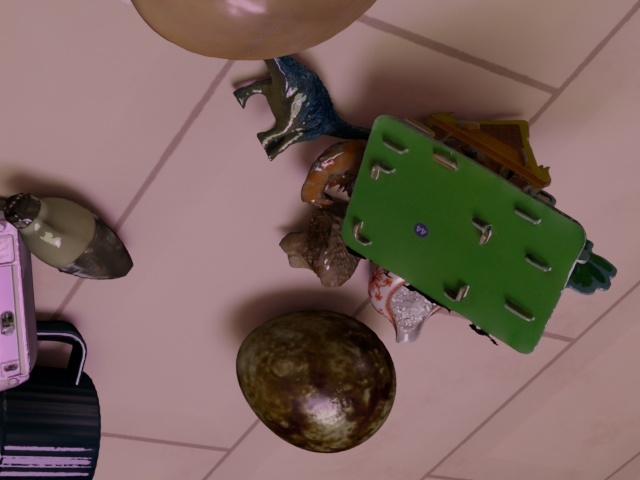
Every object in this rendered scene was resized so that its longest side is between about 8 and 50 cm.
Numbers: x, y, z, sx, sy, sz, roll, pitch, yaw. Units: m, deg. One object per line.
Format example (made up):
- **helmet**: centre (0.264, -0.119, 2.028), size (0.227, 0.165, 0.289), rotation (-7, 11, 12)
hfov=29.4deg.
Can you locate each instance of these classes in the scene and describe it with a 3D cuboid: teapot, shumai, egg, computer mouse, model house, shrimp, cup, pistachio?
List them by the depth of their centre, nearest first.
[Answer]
- **pistachio**: centre (-0.072, -0.327, 1.385), size (0.321, 0.229, 0.238), rotation (-12, 116, -24)
- **model house**: centre (0.268, -0.060, 1.740), size (0.313, 0.358, 0.242), rotation (-37, 150, -44)
- **computer mouse**: centre (-0.495, 0.081, 1.778), size (0.158, 0.072, 0.310), rotation (-9, 117, -21)
- **shrimp**: centre (0.031, -0.094, 1.799), size (0.132, 0.051, 0.187), rotation (-21, 154, 4)
- **shumai**: centre (-0.001, 0.004, 1.895), size (0.116, 0.145, 0.145), rotation (9, 152, 29)
- **cup**: centre (-0.522, 0.282, 1.964), size (0.292, 0.308, 0.242), rotation (9, 167, -30)
- **teapot**: centre (0.159, 0.061, 2.014), size (0.159, 0.116, 0.245), rotation (3, 141, -5)
- **egg**: centre (-0.008, 0.230, 2.053), size (0.289, 0.238, 0.238), rotation (30, 122, -33)

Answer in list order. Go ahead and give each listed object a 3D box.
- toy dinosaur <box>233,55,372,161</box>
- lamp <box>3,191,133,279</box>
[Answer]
- **toy dinosaur**: centre (-0.037, -0.187, 1.675), size (0.147, 0.076, 0.363), rotation (-34, 145, 7)
- **lamp**: centre (-0.358, -0.002, 1.755), size (0.101, 0.101, 0.250), rotation (-30, 144, 16)
